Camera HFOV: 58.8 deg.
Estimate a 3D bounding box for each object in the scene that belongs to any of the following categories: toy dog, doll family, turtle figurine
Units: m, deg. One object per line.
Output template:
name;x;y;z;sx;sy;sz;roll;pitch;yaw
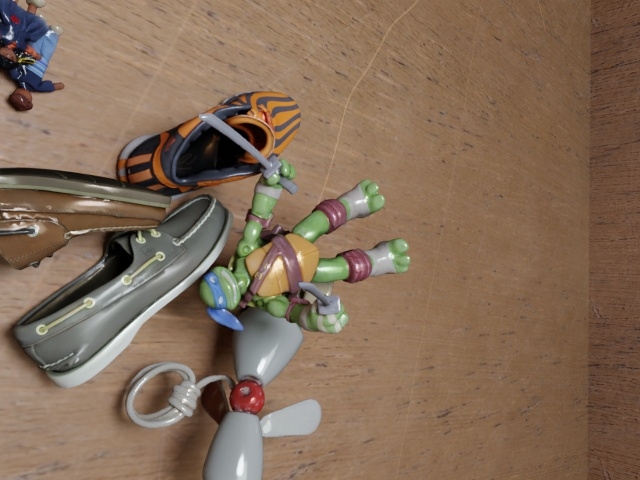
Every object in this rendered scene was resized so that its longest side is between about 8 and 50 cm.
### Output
toy dog;-0.089;0.181;0.799;0.333;0.220;0.161;-53;162;-28
doll family;-0.353;-0.218;0.605;0.193;0.076;0.111;22;67;-46
turtle figurine;0.000;0.000;0.677;0.266;0.198;0.274;-19;138;-38

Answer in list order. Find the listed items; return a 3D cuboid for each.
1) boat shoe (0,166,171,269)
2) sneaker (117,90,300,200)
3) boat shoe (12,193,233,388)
boat shoe;-0.318;-0.025;0.606;0.307;0.111;0.104;4;97;-30
sneaker;-0.100;-0.136;0.780;0.321;0.180;0.124;-38;114;-40
boat shoe;-0.226;0.035;0.694;0.305;0.109;0.091;-50;126;-31
